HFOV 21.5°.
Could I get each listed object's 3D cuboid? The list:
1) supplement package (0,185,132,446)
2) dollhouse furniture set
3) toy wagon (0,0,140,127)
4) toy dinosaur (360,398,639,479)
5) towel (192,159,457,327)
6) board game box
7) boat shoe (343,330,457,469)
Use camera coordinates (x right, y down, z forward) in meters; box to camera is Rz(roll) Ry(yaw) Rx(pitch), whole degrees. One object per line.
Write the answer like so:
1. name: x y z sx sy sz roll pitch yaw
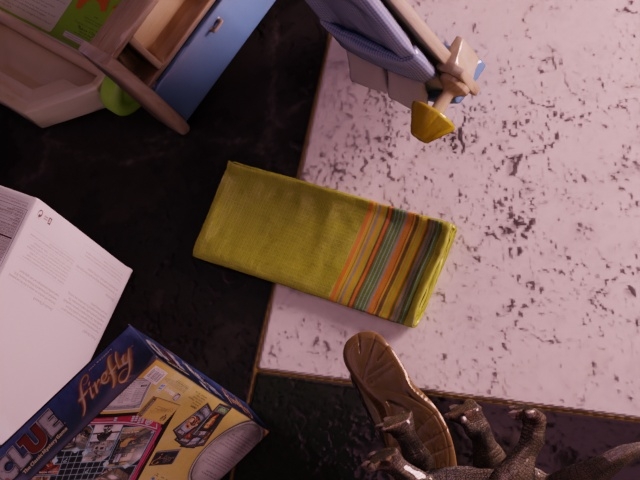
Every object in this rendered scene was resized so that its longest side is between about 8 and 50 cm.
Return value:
1. supplement package: -0.309 0.065 1.520 0.149 0.194 0.203 18 77 26
2. dollhouse furniture set: -0.054 -0.186 1.470 0.303 0.286 0.198 30 83 38
3. toy wagon: -0.225 -0.281 1.693 0.267 0.068 0.344 30 82 27
4. toy dinosaur: 0.126 0.217 1.359 0.314 0.121 0.160 -17 103 1
5. towel: 0.000 0.000 1.530 0.237 0.021 0.102 17 76 25
6. board game box: -0.154 0.172 1.396 0.165 0.243 0.042 -44 62 0
7. boat shoe: 0.069 0.147 1.434 0.056 0.049 0.152 -26 81 -2
